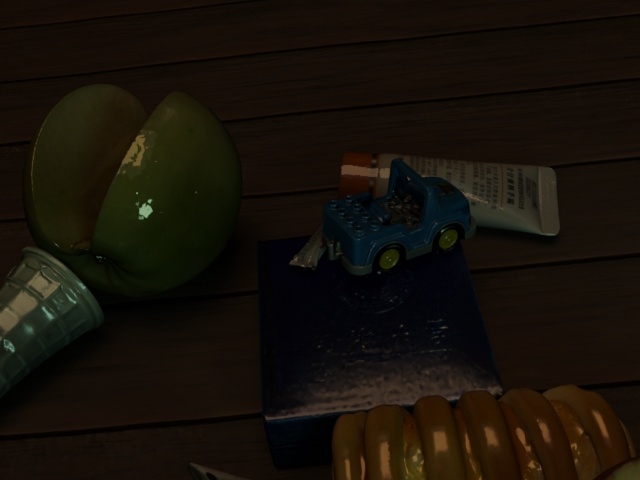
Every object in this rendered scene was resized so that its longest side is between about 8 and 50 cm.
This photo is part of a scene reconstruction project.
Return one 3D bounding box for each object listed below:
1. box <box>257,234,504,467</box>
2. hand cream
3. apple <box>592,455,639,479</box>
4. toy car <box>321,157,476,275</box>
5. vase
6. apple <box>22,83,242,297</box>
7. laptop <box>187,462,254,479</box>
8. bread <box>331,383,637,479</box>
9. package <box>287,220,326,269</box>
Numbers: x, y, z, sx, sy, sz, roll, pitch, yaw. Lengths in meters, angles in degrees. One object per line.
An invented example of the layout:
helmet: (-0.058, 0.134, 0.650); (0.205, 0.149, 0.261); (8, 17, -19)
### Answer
box: (0.060, 0.115, 1.026); (0.262, 0.116, 0.279); (-6, 46, 0)
hand cream: (0.184, -0.078, 1.220); (0.314, 0.089, 0.139); (6, 47, 9)
apple: (0.311, 0.333, 0.725); (0.293, 0.163, 0.251); (44, 63, 12)
toy car: (0.093, -0.034, 1.021); (0.191, 0.100, 0.097); (-17, 39, -21)
vase: (-0.423, 0.154, 1.040); (0.143, 0.143, 0.299); (24, 55, 28)
apple: (-0.249, -0.066, 1.128); (0.292, 0.292, 0.254); (10, 56, 17)
laptop: (-0.009, 0.318, 0.788); (0.015, 0.188, 0.269); (-48, 51, 4)
bread: (0.165, 0.235, 0.847); (0.311, 0.121, 0.172); (-9, 81, 0)
package: (0.000, 0.000, 1.061); (0.037, 0.015, 0.110); (13, 43, 24)
